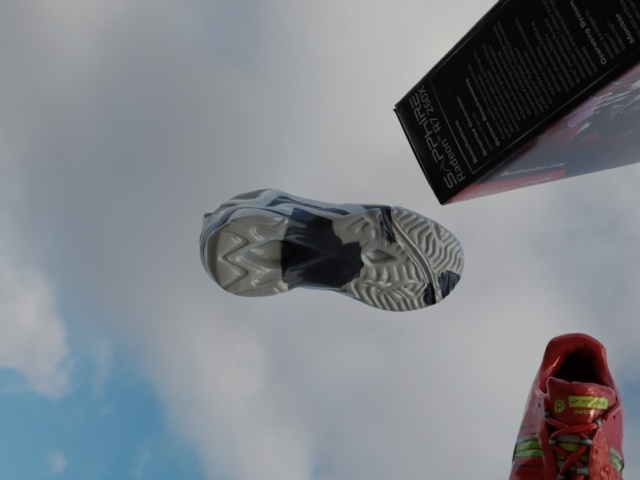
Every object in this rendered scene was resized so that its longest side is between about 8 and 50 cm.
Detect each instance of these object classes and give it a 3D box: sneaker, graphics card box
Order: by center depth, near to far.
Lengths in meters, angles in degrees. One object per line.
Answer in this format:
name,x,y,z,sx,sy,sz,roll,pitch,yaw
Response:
graphics card box,0.238,-0.149,0.453,0.371,0.233,0.094,-42,-115,53
sneaker,0.192,0.169,0.605,0.107,0.279,0.118,3,-63,13
sneaker,0.000,0.000,0.697,0.153,0.235,0.094,-142,-129,-65
